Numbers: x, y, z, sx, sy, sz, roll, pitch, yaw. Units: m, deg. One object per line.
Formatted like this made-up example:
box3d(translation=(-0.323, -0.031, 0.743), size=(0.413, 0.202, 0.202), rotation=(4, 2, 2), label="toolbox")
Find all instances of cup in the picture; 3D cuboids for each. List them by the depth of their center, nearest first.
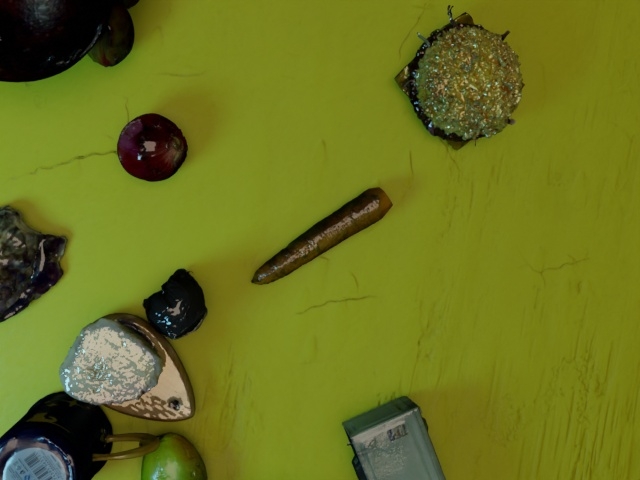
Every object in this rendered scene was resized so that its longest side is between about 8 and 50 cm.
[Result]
box3d(translation=(-0.438, 0.357, 1.474), size=(0.254, 0.256, 0.179), rotation=(-31, 94, -4), label="cup")

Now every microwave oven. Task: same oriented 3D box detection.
box3d(translation=(0.147, 0.429, 1.634), size=(0.162, 0.129, 0.205), rotation=(-21, 93, -5), label="microwave oven")

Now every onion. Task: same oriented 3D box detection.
box3d(translation=(-0.313, -0.173, 1.565), size=(0.131, 0.131, 0.131), rotation=(0, 91, -8), label="onion")

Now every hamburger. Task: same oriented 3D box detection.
box3d(translation=(0.283, -0.317, 1.639), size=(0.261, 0.138, 0.243), rotation=(43, 86, -8), label="hamburger")

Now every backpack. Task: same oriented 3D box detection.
box3d(translation=(-0.263, 0.128, 1.554), size=(0.120, 0.165, 0.106), rotation=(-38, 106, -2), label="backpack")

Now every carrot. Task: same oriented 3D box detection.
box3d(translation=(0.000, 0.000, 1.640), size=(0.314, 0.066, 0.066), rotation=(-34, 95, -4), label="carrot")

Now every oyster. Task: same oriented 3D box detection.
box3d(translation=(-0.617, 0.064, 1.533), size=(0.275, 0.100, 0.271), rotation=(5, 75, -4), label="oyster")

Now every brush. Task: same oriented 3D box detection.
box3d(translation=(-0.336, 0.251, 1.543), size=(0.266, 0.166, 0.174), rotation=(37, 86, -9), label="brush")

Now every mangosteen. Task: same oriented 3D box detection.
box3d(translation=(-0.505, -0.455, 1.429), size=(0.380, 0.421, 0.381), rotation=(5, 100, 31), label="mangosteen")

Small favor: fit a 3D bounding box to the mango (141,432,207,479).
box3d(translation=(-0.274, 0.477, 1.582), size=(0.125, 0.111, 0.233), rotation=(-7, 90, -2), label="mango")
